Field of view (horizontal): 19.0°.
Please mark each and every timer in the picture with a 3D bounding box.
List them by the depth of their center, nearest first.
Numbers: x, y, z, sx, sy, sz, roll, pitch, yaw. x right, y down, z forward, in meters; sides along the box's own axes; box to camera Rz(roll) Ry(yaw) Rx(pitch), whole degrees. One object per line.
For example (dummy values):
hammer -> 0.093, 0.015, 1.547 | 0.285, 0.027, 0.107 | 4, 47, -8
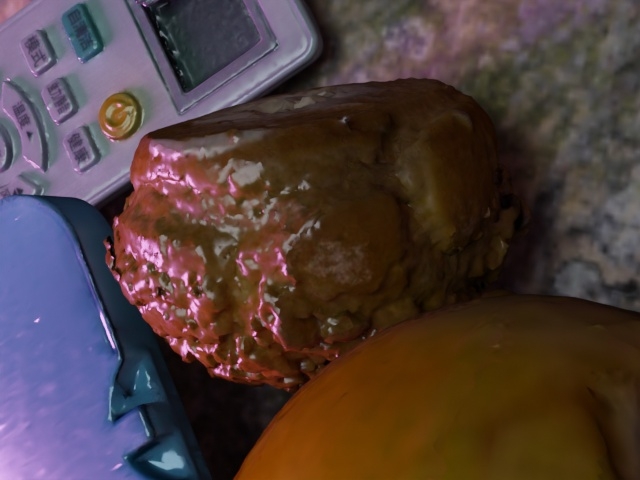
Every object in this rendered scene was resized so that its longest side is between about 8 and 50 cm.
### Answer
timer -> -0.126, 0.126, 0.821 | 0.250, 0.091, 0.232 | -35, 69, 37

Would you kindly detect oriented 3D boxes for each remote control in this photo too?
remote control -> -0.128, -0.049, 0.885 | 0.293, 0.051, 0.103 | -33, 71, 22

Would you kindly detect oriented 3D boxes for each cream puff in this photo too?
cream puff -> 0.000, 0.000, 0.744 | 0.165, 0.150, 0.115 | -12, 102, -5

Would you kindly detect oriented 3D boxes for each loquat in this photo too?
loquat -> 0.069, 0.135, 0.648 | 0.244, 0.244, 0.244 | -2, 86, 32
